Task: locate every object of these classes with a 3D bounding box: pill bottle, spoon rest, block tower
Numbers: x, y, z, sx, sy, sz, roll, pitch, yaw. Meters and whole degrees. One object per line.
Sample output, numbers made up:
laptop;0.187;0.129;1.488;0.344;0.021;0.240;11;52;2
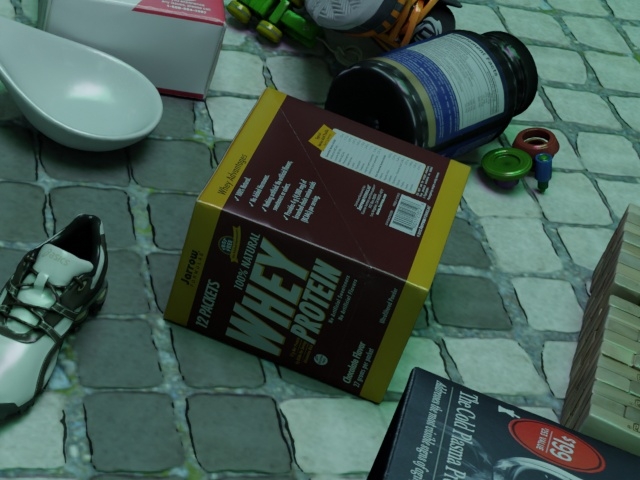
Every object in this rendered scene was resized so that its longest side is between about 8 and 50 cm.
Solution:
pill bottle;0.117;-0.141;1.495;0.123;0.123;0.219;40;41;25
spoon rest;-0.277;-0.154;1.366;0.276;0.084;0.137;16;37;-4
block tower;0.275;0.095;1.298;0.091;0.097;0.335;22;35;4

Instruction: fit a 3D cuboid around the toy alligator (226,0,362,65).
toy alligator;-0.035;-0.235;1.610;0.189;0.056;0.051;34;-5;8

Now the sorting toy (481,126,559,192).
sorting toy;0.208;-0.074;1.528;0.061;0.042;0.102;27;47;35

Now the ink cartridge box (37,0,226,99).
ink cartridge box;-0.196;-0.261;1.521;0.172;0.100;0.237;8;40;-16

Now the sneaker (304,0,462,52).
sneaker;0.077;-0.251;1.543;0.180;0.124;0.321;33;15;-20

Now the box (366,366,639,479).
box;0.152;0.258;0.883;0.312;0.179;0.343;23;17;2

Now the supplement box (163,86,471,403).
supplement box;0.000;0.000;1.260;0.194;0.129;0.191;22;37;3

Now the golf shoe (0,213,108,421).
golf shoe;-0.219;0.050;1.130;0.077;0.094;0.198;23;39;2
